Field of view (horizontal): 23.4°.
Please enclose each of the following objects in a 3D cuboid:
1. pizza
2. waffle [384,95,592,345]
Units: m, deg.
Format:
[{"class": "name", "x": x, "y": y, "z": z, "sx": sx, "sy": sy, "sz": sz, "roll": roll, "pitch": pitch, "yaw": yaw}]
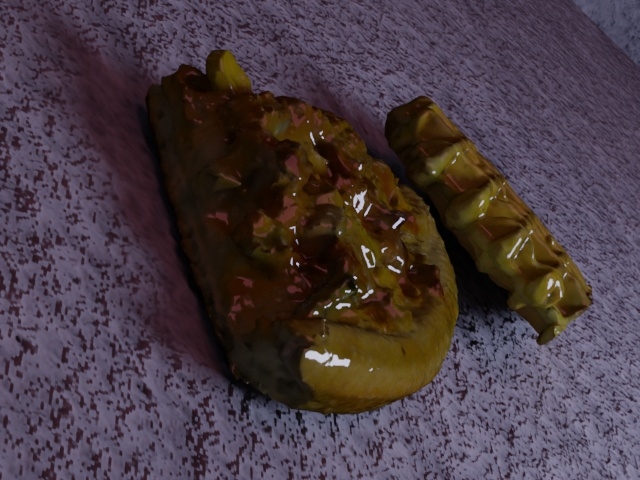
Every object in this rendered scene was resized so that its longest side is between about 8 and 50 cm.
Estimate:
[{"class": "pizza", "x": 0.023, "y": 0.020, "z": 0.983, "sx": 0.268, "sy": 0.087, "sz": 0.257, "roll": 29, "pitch": 32, "yaw": -46}, {"class": "waffle", "x": 0.127, "y": -0.024, "z": 1.221, "sx": 0.219, "sy": 0.057, "sz": 0.229, "roll": 51, "pitch": 9, "yaw": 4}]
